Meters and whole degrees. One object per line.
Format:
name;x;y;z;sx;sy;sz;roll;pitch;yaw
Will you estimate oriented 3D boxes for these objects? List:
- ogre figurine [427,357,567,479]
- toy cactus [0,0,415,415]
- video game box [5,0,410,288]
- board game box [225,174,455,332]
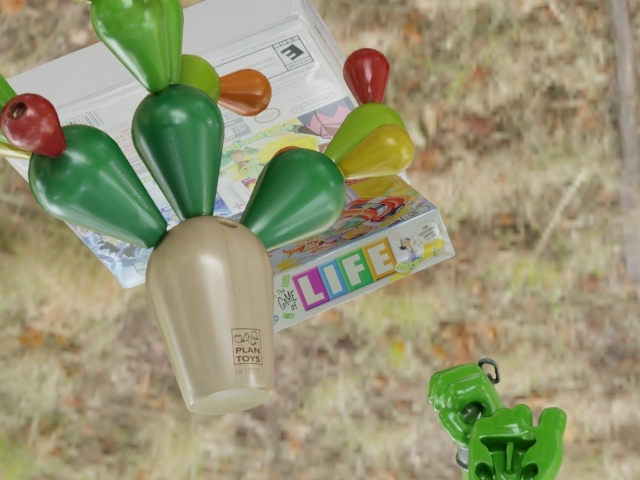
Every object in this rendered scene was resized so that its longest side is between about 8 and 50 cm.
ogre figurine;0.103;0.148;0.756;0.197;0.097;0.118;35;154;33
toy cactus;-0.042;-0.025;0.723;0.219;0.180;0.112;9;151;-45
video game box;-0.072;-0.062;1.129;0.205;0.048;0.187;-19;141;12
board game box;0.000;0.000;0.939;0.103;0.154;0.026;-24;105;-5
